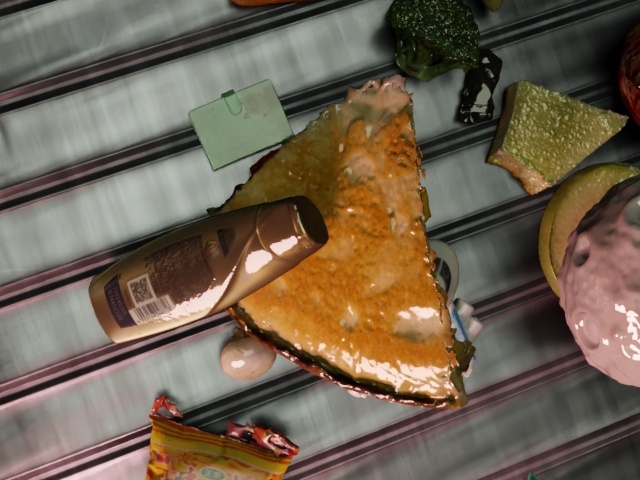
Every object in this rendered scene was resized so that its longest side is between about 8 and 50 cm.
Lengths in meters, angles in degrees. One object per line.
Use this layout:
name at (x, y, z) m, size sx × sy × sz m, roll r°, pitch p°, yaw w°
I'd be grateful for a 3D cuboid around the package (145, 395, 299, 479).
package at (-0.175, 0.390, 1.141) m, size 0.224 × 0.108 × 0.288 m, roll 18°, pitch 80°, yaw -3°

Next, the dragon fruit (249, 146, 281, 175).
dragon fruit at (-0.008, -0.105, 1.160) m, size 0.192 × 0.122 × 0.092 m, roll -24°, pitch 106°, yaw -10°

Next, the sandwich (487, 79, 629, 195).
sandwich at (0.369, -0.147, 1.246) m, size 0.193 × 0.058 × 0.162 m, roll 16°, pitch 90°, yaw -10°

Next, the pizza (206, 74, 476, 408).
pizza at (-0.010, 0.030, 1.086) m, size 0.392 × 0.080 × 0.434 m, roll -11°, pitch 88°, yaw 26°

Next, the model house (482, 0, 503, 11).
model house at (0.241, -0.506, 1.162) m, size 0.267 × 0.194 × 0.324 m, roll -14°, pitch 95°, yaw -9°

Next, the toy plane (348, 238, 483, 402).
toy plane at (0.118, 0.115, 1.175) m, size 0.267 × 0.122 × 0.266 m, roll 0°, pitch 88°, yaw -11°

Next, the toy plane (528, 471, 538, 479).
toy plane at (0.419, 0.445, 1.251) m, size 0.235 × 0.060 × 0.096 m, roll 19°, pitch 79°, yaw -11°

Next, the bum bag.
bum bag at (0.250, -0.241, 1.236) m, size 0.058 × 0.034 × 0.124 m, roll 13°, pitch 88°, yaw 1°

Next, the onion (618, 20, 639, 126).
onion at (0.575, -0.261, 1.191) m, size 0.247 × 0.190 × 0.246 m, roll -10°, pitch 60°, yaw 19°

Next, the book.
book at (-0.120, -0.177, 1.190) m, size 0.135 × 0.017 × 0.103 m, roll -24°, pitch 94°, yaw -8°

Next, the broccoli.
broccoli at (0.171, -0.309, 1.179) m, size 0.162 × 0.145 × 0.137 m, roll 27°, pitch 125°, yaw 5°

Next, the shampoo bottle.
shampoo bottle at (-0.155, 0.035, 1.066) m, size 0.350 × 0.084 × 0.125 m, roll -24°, pitch 88°, yaw 24°

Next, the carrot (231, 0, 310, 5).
carrot at (-0.043, -0.379, 1.188) m, size 0.191 × 0.047 × 0.047 m, roll -6°, pitch 91°, yaw -9°

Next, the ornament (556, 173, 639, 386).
ornament at (0.501, 0.051, 1.080) m, size 0.337 × 0.337 × 0.336 m, roll 0°, pitch 90°, yaw -9°

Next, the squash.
squash at (0.471, 0.002, 1.263) m, size 0.252 × 0.049 × 0.251 m, roll 0°, pitch 91°, yaw -8°

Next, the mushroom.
mushroom at (-0.110, 0.162, 1.172) m, size 0.085 × 0.085 × 0.079 m, roll -14°, pitch 50°, yaw -8°
